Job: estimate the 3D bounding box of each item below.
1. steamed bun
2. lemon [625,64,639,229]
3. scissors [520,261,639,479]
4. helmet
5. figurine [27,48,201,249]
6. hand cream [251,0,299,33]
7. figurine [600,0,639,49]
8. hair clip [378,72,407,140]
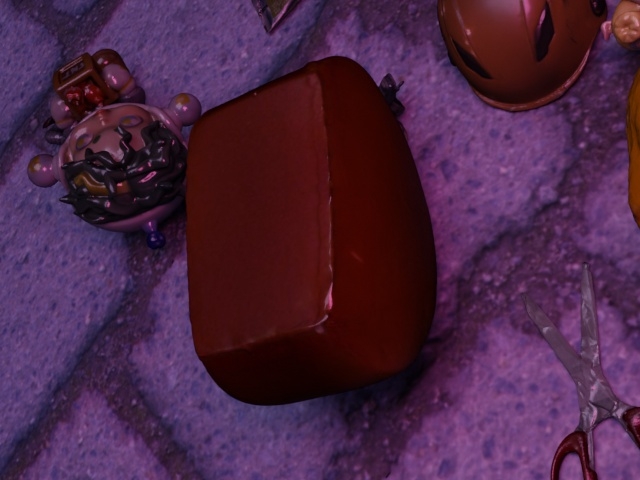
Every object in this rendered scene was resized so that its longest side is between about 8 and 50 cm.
[{"bbox_3d":[0.000,0.000,1.166,0.235,0.248,0.379,-19,60,27],"label":"steamed bun"},{"bbox_3d":[0.418,-0.081,0.824,0.348,0.348,0.348,-16,62,32],"label":"lemon"},{"bbox_3d":[0.272,0.142,1.046,0.144,0.017,0.247,-29,54,25],"label":"scissors"},{"bbox_3d":[0.217,-0.275,1.197,0.198,0.130,0.224,-16,63,36],"label":"helmet"},{"bbox_3d":[-0.301,-0.156,1.521,0.261,0.186,0.382,-35,46,8],"label":"figurine"},{"bbox_3d":[-0.013,-0.406,1.494,0.235,0.055,0.086,-43,47,25],"label":"hand cream"},{"bbox_3d":[0.363,-0.277,1.087,0.235,0.127,0.155,45,132,40],"label":"figurine"},{"bbox_3d":[0.051,-0.127,1.321,0.187,0.056,0.146,-54,49,18],"label":"hair clip"}]
